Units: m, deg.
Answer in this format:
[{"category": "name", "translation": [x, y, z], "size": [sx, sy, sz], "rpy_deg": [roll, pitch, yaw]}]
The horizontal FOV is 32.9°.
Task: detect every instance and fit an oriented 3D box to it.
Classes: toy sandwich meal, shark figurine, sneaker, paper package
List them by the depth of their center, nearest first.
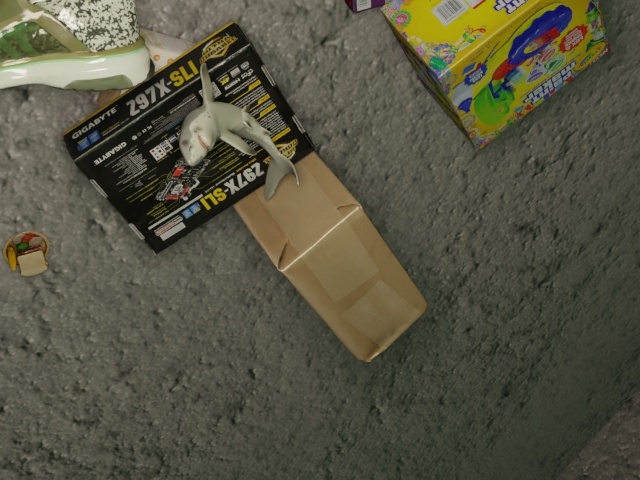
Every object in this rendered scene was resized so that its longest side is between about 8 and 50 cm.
[{"category": "sneaker", "translation": [-0.432, -0.306, 1.483], "size": [0.410, 0.158, 0.182], "rpy_deg": [-5, 116, -20]}, {"category": "shark figurine", "translation": [-0.149, -0.154, 1.623], "size": [0.116, 0.166, 0.278], "rpy_deg": [-23, 162, 27]}, {"category": "toy sandwich meal", "translation": [-0.491, 0.023, 1.816], "size": [0.085, 0.029, 0.086], "rpy_deg": [-16, 134, -17]}, {"category": "paper package", "translation": [0.000, 0.000, 1.877], "size": [0.168, 0.309, 0.325], "rpy_deg": [-39, 137, 0]}]

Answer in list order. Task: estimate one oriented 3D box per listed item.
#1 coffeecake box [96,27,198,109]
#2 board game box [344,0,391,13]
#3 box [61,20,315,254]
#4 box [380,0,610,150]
[{"category": "coffeecake box", "translation": [-0.234, -0.240, 1.703], "size": [0.185, 0.068, 0.142], "rpy_deg": [10, 122, -36]}, {"category": "board game box", "translation": [0.131, -0.534, 1.672], "size": [0.208, 0.056, 0.347], "rpy_deg": [-15, 134, -12]}, {"category": "box", "translation": [-0.199, -0.153, 1.697], "size": [0.322, 0.079, 0.257], "rpy_deg": [-34, 139, 1]}, {"category": "box", "translation": [0.297, -0.349, 1.795], "size": [0.290, 0.177, 0.279], "rpy_deg": [-38, 152, 5]}]
